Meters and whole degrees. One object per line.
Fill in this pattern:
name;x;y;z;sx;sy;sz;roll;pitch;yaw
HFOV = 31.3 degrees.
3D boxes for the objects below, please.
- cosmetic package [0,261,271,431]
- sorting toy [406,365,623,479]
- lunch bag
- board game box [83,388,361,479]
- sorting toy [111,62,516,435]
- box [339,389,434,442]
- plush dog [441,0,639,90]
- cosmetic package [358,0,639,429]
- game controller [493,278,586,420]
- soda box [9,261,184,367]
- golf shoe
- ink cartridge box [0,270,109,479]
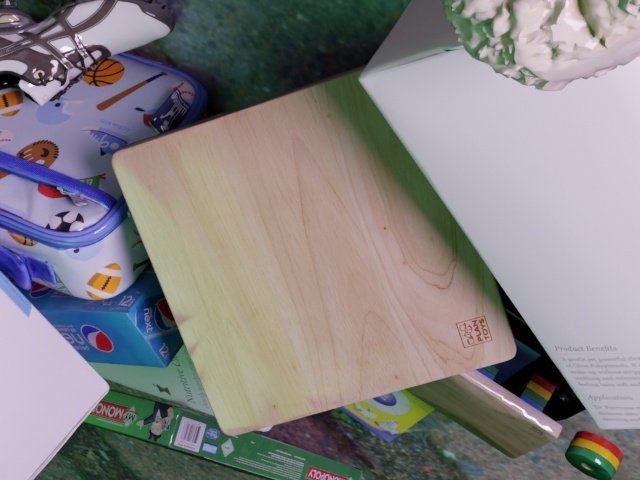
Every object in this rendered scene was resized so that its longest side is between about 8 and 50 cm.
cosmetic package;-0.206;0.036;1.215;0.385;0.156;0.217;11;138;27
sorting toy;0.145;0.134;1.061;0.274;0.046;0.132;33;159;3
lunch bag;-0.254;-0.077;1.045;0.303;0.243;0.115;19;143;21
board game box;-0.129;0.241;1.364;0.213;0.046;0.317;3;162;43
sorting toy;0.000;0.000;0.939;0.255;0.089;0.257;-17;105;11
box;0.078;0.149;1.228;0.105;0.043;0.179;35;143;-2
plush dog;0.175;-0.220;0.532;0.210;0.262;0.225;107;147;-75
cosmetic package;0.217;-0.039;0.797;0.197;0.155;0.365;-9;127;43
game controller;0.120;0.064;1.072;0.319;0.067;0.166;34;145;0
soda box;-0.216;0.068;1.072;0.210;0.067;0.071;-1;131;40
golf shoe;-0.222;-0.162;1.001;0.198;0.094;0.077;-7;167;5
ink cartridge box;-0.363;0.095;1.044;0.223;0.129;0.307;51;153;-22
